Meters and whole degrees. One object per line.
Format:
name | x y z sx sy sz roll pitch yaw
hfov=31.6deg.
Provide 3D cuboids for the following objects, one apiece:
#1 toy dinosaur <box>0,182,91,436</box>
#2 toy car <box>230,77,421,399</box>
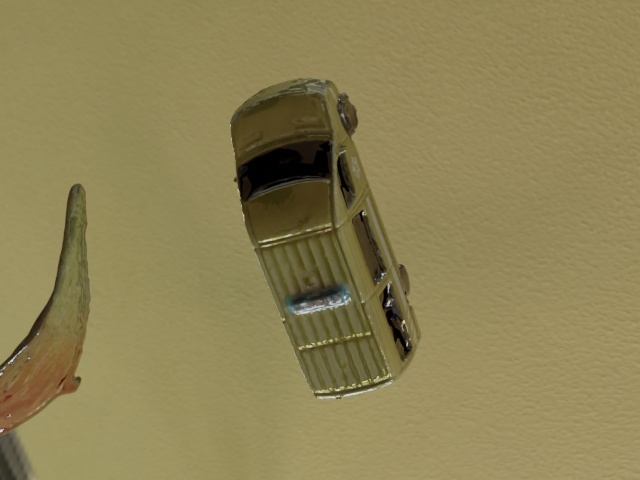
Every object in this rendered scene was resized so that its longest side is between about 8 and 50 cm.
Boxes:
toy dinosaur | -0.273 0.091 0.679 0.327 0.207 0.113 -42 -118 24
toy car | 0.000 0.000 0.938 0.101 0.124 0.256 -14 -71 18
